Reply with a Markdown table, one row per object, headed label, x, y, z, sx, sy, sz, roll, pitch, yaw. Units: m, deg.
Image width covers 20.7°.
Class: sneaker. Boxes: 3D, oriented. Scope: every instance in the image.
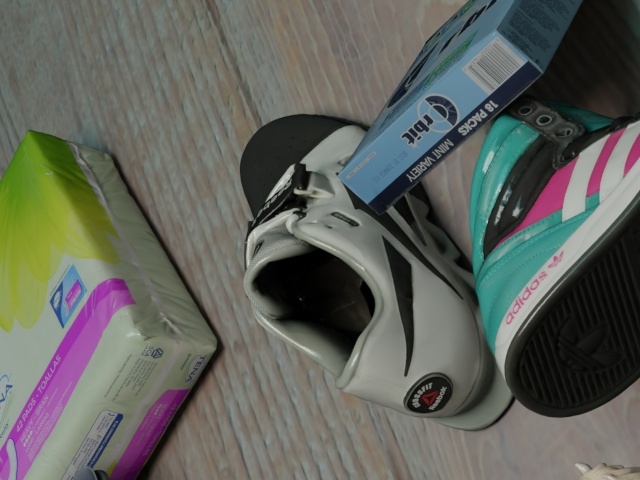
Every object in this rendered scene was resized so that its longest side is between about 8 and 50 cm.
| label | x | y | z | sx | sy | sz | roll | pitch | yaw |
| --- | --- | --- | --- | --- | --- | --- | --- | --- | --- |
| sneaker | 0.194 | -0.050 | 1.000 | 0.295 | 0.124 | 0.178 | -45 | 30 | 10 |
| sneaker | 0.000 | 0.000 | 1.215 | 0.330 | 0.146 | 0.122 | 49 | 121 | 48 |

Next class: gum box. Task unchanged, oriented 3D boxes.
| label | x | y | z | sx | sy | sz | roll | pitch | yaw |
| --- | --- | --- | --- | --- | --- | --- | --- | --- | --- |
| gum box | 0.100 | -0.117 | 1.107 | 0.157 | 0.041 | 0.184 | -42 | 9 | 40 |

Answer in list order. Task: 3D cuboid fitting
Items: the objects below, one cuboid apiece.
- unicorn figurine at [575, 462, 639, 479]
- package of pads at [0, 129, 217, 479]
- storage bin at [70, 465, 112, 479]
| label | x | y | z | sx | sy | sz | roll | pitch | yaw |
| --- | --- | --- | --- | --- | --- | --- | --- | --- | --- |
| unicorn figurine | 0.208 | 0.155 | 0.929 | 0.162 | 0.111 | 0.060 | 37 | 111 | 50 |
| package of pads | -0.223 | 0.081 | 1.519 | 0.229 | 0.101 | 0.296 | -58 | 41 | 24 |
| storage bin | -0.167 | 0.255 | 1.410 | 0.135 | 0.091 | 0.098 | -52 | 45 | 32 |
